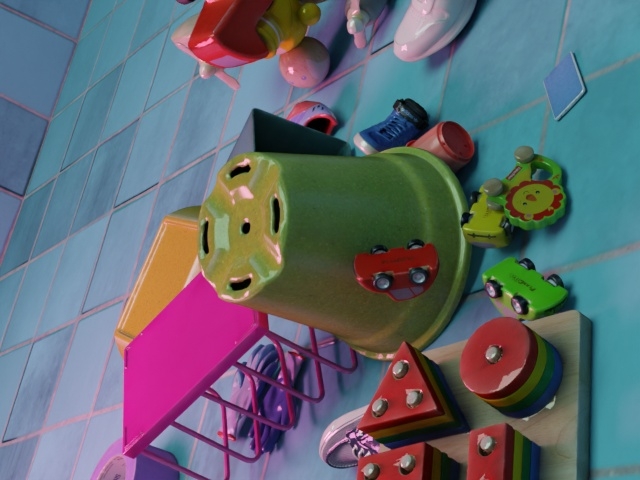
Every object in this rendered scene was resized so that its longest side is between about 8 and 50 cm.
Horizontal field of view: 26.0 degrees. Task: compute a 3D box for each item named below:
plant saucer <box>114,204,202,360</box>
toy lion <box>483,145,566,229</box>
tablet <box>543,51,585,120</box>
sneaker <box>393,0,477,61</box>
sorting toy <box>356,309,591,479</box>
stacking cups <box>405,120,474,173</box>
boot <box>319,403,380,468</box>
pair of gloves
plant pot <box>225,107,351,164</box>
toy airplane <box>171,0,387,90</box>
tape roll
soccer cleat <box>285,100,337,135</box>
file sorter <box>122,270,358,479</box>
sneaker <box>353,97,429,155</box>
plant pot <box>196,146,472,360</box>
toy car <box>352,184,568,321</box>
[{"bbox_3d":[-0.243,0.086,2.384,0.333,0.081,0.333,10,77,64],"label":"plant saucer"},{"bbox_3d":[0.243,-0.056,1.592,0.096,0.034,0.100,25,59,34],"label":"toy lion"},{"bbox_3d":[0.294,-0.187,1.676,0.054,0.006,0.083,-48,29,32],"label":"tablet"},{"bbox_3d":[0.170,-0.395,1.938,0.305,0.152,0.114,-58,28,18],"label":"sneaker"},{"bbox_3d":[0.145,0.201,1.440,0.257,0.089,0.255,-20,48,37],"label":"sorting toy"},{"bbox_3d":[0.076,-0.059,1.875,0.316,0.096,0.096,-42,33,40],"label":"stacking cups"},{"bbox_3d":[0.063,0.246,1.652,0.190,0.069,0.086,-41,31,38],"label":"boot"},{"bbox_3d":[-0.081,0.228,2.004,0.198,0.023,0.159,7,72,59],"label":"pair of gloves"},{"bbox_3d":[-0.076,-0.039,2.089,0.234,0.165,0.166,-56,25,36],"label":"plant pot"},{"bbox_3d":[-0.055,-0.388,2.299,0.384,0.272,0.386,-26,16,-7],"label":"toy airplane"},{"bbox_3d":[-0.306,0.413,2.205,0.189,0.080,0.189,-45,31,37],"label":"tape roll"},{"bbox_3d":[-0.055,-0.108,2.201,0.248,0.083,0.095,-61,30,1],"label":"soccer cleat"},{"bbox_3d":[-0.112,0.168,1.890,0.291,0.182,0.202,-44,32,26],"label":"file sorter"},{"bbox_3d":[0.102,-0.156,1.902,0.084,0.058,0.152,-51,-12,20],"label":"sneaker"},{"bbox_3d":[0.000,0.000,1.695,0.276,0.254,0.276,-13,72,48],"label":"plant pot"},{"bbox_3d":[0.185,0.038,1.562,0.239,0.053,0.225,-29,41,-24],"label":"toy car"}]
